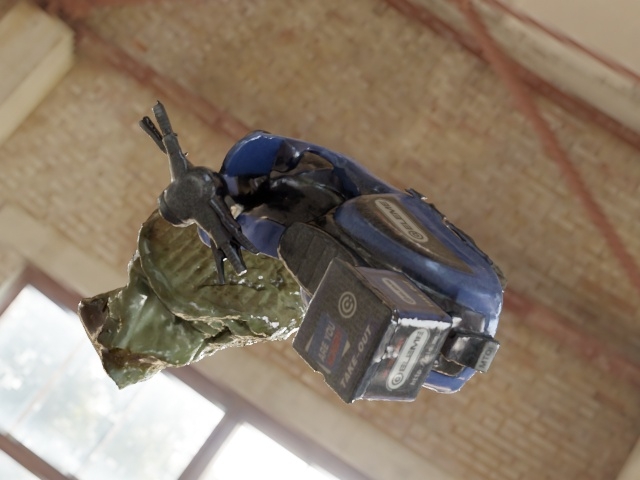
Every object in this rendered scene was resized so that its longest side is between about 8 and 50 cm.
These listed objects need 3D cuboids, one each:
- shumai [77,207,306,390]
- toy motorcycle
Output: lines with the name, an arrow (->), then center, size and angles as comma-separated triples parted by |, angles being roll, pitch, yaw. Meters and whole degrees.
shumai -> -0.153, 0.074, 2.125 | 0.272, 0.222, 0.203 | 6, -45, -33
toy motorcycle -> 0.000, 0.000, 1.389 | 0.213, 0.125, 0.358 | 8, 24, -42
